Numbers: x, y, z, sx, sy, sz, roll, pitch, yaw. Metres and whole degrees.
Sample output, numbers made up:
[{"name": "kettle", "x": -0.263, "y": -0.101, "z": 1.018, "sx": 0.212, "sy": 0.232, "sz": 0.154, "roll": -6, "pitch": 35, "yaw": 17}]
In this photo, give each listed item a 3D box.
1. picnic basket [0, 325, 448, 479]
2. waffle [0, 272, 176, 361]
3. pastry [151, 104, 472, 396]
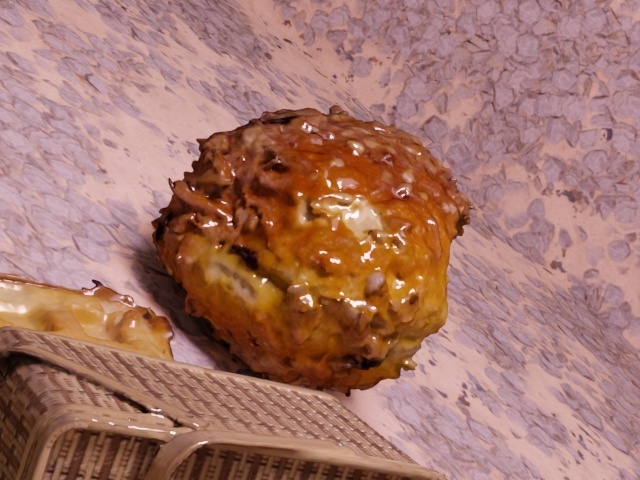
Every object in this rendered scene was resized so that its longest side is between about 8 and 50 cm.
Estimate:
[{"name": "picnic basket", "x": -0.099, "y": 0.208, "z": 0.898, "sx": 0.313, "sy": 0.228, "sz": 0.175, "roll": 16, "pitch": 7, "yaw": -32}, {"name": "waffle", "x": -0.251, "y": 0.099, "z": 1.061, "sx": 0.348, "sy": 0.077, "sz": 0.304, "roll": 13, "pitch": 15, "yaw": -32}, {"name": "pastry", "x": -0.015, "y": -0.002, "z": 1.585, "sx": 0.337, "sy": 0.292, "sz": 0.405, "roll": 28, "pitch": 30, "yaw": -2}]
